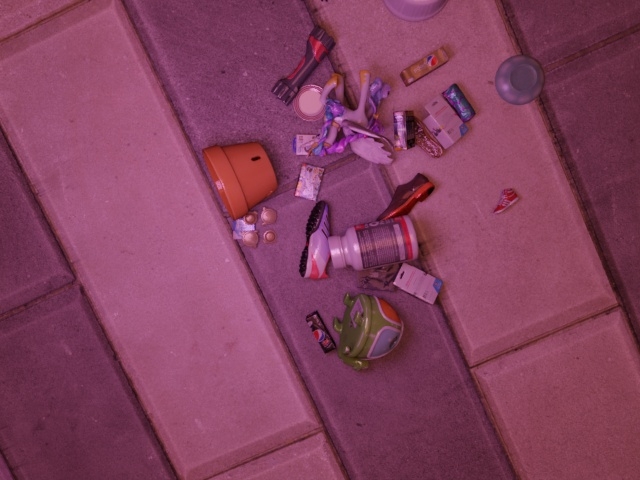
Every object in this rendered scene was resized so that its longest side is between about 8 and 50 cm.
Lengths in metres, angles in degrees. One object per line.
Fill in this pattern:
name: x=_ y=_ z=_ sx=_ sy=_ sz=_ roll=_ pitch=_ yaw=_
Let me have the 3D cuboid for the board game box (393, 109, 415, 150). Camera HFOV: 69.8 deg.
board game box: x=0.314 y=-0.413 z=1.715 sx=0.048 sy=0.170 sz=0.140 roll=-1 pitch=104 yaw=22

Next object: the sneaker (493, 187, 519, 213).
sneaker: x=0.728 y=-0.160 z=1.830 sx=0.118 sy=0.042 sz=0.067 roll=-37 pitch=98 yaw=-3

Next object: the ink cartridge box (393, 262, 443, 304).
ink cartridge box: x=0.387 y=0.173 z=1.851 sx=0.180 sy=0.060 sz=0.104 roll=28 pitch=82 yaw=-2

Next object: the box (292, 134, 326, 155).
box: x=-0.044 y=-0.381 z=1.833 sx=0.136 sy=0.028 sz=0.081 roll=1 pitch=96 yaw=-1

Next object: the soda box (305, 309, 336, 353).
soda box: x=0.002 y=0.377 z=1.888 sx=0.053 sy=0.060 sz=0.168 roll=-29 pitch=94 yaw=5

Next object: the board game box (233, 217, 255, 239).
board game box: x=-0.311 y=-0.049 z=1.874 sx=0.090 sy=0.020 sz=0.090 roll=0 pitch=95 yaw=1

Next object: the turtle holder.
turtle holder: x=0.187 y=0.373 z=1.798 sx=0.228 sy=0.243 sz=0.320 roll=13 pitch=87 yaw=-17

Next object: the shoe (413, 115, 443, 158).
shoe: x=0.400 y=-0.411 z=1.811 sx=0.076 sy=0.058 sz=0.219 roll=-41 pitch=90 yaw=25

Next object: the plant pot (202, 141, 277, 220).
plant pot: x=-0.295 y=-0.245 z=1.743 sx=0.204 sy=0.291 sz=0.290 roll=-25 pitch=95 yaw=-14

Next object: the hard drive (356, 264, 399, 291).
hard drive: x=0.234 y=0.072 z=1.857 sx=0.172 sy=0.054 sz=0.254 roll=6 pitch=96 yaw=0

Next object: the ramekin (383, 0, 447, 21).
ramekin: x=0.367 y=-0.984 z=1.712 sx=0.278 sy=0.135 sz=0.277 roll=0 pitch=95 yaw=1

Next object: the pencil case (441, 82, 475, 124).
pencil case: x=0.539 y=-0.532 z=1.787 sx=0.070 sy=0.064 sz=0.151 roll=-38 pitch=93 yaw=-12

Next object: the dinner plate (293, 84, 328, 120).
dinner plate: x=-0.037 y=-0.545 z=1.822 sx=0.141 sy=0.017 sz=0.141 roll=0 pitch=95 yaw=2

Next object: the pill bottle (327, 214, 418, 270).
pill bottle: x=0.196 y=0.019 z=1.736 sx=0.319 sy=0.176 sz=0.176 roll=-12 pitch=95 yaw=2

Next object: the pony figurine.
pony figurine: x=0.132 y=-0.443 z=1.724 sx=0.351 sy=0.303 sz=0.363 roll=16 pitch=83 yaw=9

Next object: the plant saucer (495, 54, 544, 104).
plant saucer: x=0.783 y=-0.629 z=1.787 sx=0.195 sy=0.037 sz=0.194 roll=0 pitch=96 yaw=2

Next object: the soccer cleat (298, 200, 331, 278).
soccer cleat: x=0.000 y=0.000 z=1.842 sx=0.117 sy=0.109 sz=0.318 roll=10 pitch=94 yaw=-20

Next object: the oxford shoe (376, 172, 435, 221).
oxford shoe: x=0.321 y=-0.157 z=1.829 sx=0.271 sy=0.097 sz=0.098 roll=-39 pitch=66 yaw=7

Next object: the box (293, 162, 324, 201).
box: x=-0.047 y=-0.234 z=1.847 sx=0.094 sy=0.027 sz=0.136 roll=15 pitch=95 yaw=-2

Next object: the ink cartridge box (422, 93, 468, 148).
ink cartridge box: x=0.474 y=-0.461 z=1.779 sx=0.104 sy=0.061 sz=0.181 roll=-41 pitch=94 yaw=-23

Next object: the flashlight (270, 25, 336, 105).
flashlight: x=-0.073 y=-0.675 z=1.774 sx=0.103 sy=0.103 sz=0.304 roll=38 pitch=100 yaw=-23

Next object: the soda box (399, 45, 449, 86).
soda box: x=0.402 y=-0.672 z=1.777 sx=0.181 sy=0.061 sz=0.058 roll=-30 pitch=94 yaw=4

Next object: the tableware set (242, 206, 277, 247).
tableware set: x=-0.246 y=-0.053 z=1.858 sx=0.141 sy=0.020 sz=0.168 roll=-1 pitch=95 yaw=-11
